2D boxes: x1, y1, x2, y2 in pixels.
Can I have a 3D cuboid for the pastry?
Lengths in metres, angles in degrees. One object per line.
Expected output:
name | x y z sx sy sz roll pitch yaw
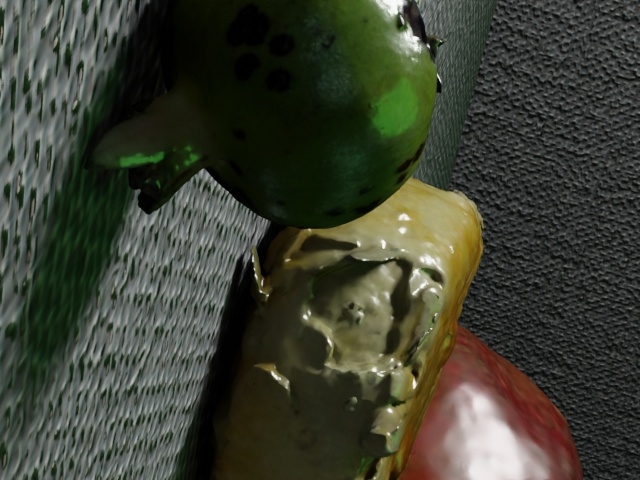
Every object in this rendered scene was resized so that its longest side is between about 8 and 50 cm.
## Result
pastry | 0.014 0.093 1.182 0.329 0.136 0.329 20 90 -83

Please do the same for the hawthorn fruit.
hawthorn fruit | 0.096 0.233 1.446 0.308 0.325 0.308 -41 159 -19

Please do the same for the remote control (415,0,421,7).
remote control | 0.042 -0.151 1.170 0.078 0.042 0.221 -54 169 -24

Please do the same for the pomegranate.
pomegranate | -0.024 -0.056 0.654 0.161 0.122 0.122 -28 153 -22
